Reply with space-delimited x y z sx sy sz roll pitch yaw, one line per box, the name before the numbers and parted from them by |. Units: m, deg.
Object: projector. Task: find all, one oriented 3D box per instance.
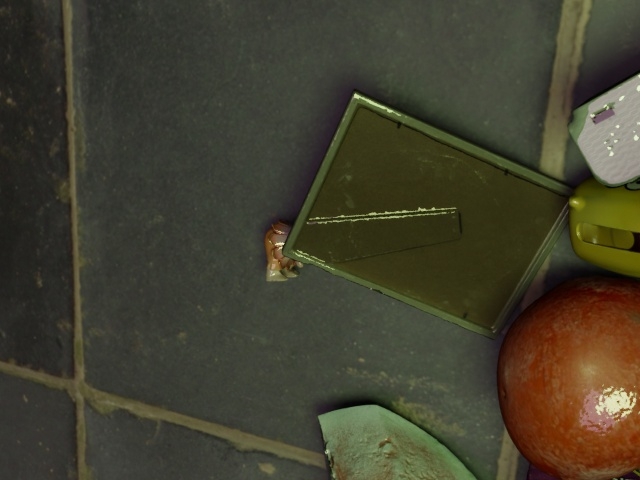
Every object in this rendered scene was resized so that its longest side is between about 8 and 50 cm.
projector | 0.418 -0.165 0.859 0.250 0.198 0.108 -31 90 28

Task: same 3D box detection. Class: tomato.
tomato | 0.344 0.166 0.950 0.265 0.265 0.265 6 106 22

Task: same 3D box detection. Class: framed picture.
framed picture | 0.147 -0.024 1.038 0.335 0.022 0.247 22 112 -8

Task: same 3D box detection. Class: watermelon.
watermelon | 0.117 0.414 1.141 0.289 0.213 0.320 4 94 21

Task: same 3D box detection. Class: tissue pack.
tissue pack | 0.383 -0.019 0.920 0.178 0.127 0.123 18 117 57

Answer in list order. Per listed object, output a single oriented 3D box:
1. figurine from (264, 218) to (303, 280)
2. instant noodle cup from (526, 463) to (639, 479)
figurine | 0.000 0.000 1.136 0.195 0.111 0.102 -10 97 27
instant noodle cup | 0.375 0.415 1.025 0.251 0.251 0.190 18 120 19
